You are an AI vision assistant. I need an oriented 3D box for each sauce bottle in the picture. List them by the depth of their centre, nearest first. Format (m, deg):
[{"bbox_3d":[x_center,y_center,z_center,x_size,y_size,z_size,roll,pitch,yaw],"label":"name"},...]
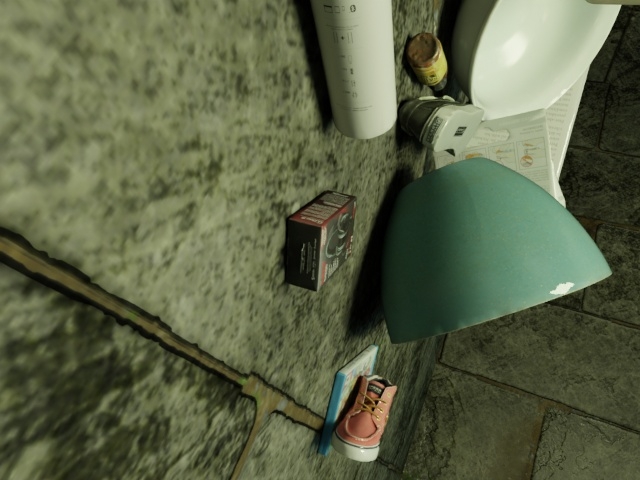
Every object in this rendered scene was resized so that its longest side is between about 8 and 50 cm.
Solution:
[{"bbox_3d":[0.140,-0.220,0.579,0.128,0.042,0.042,1,104,-66],"label":"sauce bottle"}]

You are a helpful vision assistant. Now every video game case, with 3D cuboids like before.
[{"bbox_3d":[0.046,0.232,0.690,0.166,0.015,0.119,-3,107,-68],"label":"video game case"}]

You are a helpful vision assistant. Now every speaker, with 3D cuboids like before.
[{"bbox_3d":[0.026,-0.141,0.335,0.055,0.055,0.136,-63,155,-27],"label":"speaker"}]

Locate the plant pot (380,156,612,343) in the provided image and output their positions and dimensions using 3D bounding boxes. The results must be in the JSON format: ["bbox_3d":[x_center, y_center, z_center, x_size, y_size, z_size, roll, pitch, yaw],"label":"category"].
[{"bbox_3d":[0.201,0.003,0.632,0.290,0.290,0.195,8,61,-69],"label":"plant pot"}]

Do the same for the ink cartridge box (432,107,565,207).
[{"bbox_3d":[0.291,-0.076,0.752,0.066,0.189,0.232,-10,94,-53],"label":"ink cartridge box"}]

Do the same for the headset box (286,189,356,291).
[{"bbox_3d":[0.000,0.000,0.396,0.083,0.032,0.062,-43,143,-56],"label":"headset box"}]

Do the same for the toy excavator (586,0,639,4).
[{"bbox_3d":[0.306,-0.472,0.389,0.445,0.222,0.433,-11,118,-43],"label":"toy excavator"}]

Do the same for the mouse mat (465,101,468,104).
[{"bbox_3d":[0.318,-0.210,1.075,0.189,0.007,0.152,84,30,-44],"label":"mouse mat"}]

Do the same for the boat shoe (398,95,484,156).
[{"bbox_3d":[0.174,-0.169,0.646,0.219,0.070,0.077,-15,137,-60],"label":"boat shoe"}]

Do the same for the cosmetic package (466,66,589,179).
[{"bbox_3d":[0.478,-0.279,1.108,0.161,0.230,0.453,-14,117,-68],"label":"cosmetic package"}]

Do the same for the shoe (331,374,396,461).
[{"bbox_3d":[0.064,0.238,0.636,0.178,0.063,0.081,26,79,-74],"label":"shoe"}]

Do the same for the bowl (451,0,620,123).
[{"bbox_3d":[0.308,-0.340,0.715,0.298,0.134,0.298,-22,140,-20],"label":"bowl"}]
